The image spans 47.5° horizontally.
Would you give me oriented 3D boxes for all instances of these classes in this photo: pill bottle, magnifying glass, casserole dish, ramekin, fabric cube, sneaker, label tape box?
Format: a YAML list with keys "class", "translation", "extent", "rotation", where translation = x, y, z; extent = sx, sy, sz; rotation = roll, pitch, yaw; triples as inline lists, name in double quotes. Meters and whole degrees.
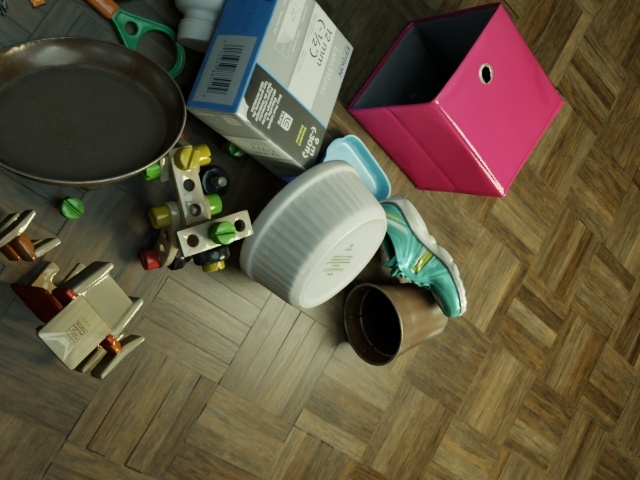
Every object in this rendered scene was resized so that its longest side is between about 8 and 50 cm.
- class: "pill bottle"
  translation: [-0.173, -0.428, 1.198]
  extent: [0.124, 0.124, 0.221]
  rotation: [12, 90, -34]
- class: "magnifying glass"
  translation: [-0.316, -0.350, 1.178]
  extent: [0.231, 0.026, 0.092]
  rotation: [42, 74, -32]
- class: "casserole dish"
  translation: [0.065, -0.123, 1.448]
  extent: [0.114, 0.037, 0.188]
  rotation: [-48, 118, -18]
- class: "ramekin"
  translation: [0.000, 0.000, 1.282]
  extent: [0.273, 0.127, 0.273]
  rotation: [-40, 158, -19]
- class: "fabric cube"
  translation: [0.266, -0.266, 1.425]
  extent: [0.258, 0.259, 0.254]
  rotation: [45, 71, -30]
- class: "sneaker"
  translation: [0.182, 0.044, 1.434]
  extent: [0.110, 0.107, 0.275]
  rotation: [-34, 82, -23]
- class: "label tape box"
  translation: [-0.046, -0.253, 1.231]
  extent: [0.348, 0.115, 0.249]
  rotation: [32, 72, -54]

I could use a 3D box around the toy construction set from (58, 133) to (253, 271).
- class: "toy construction set"
  translation: [-0.245, -0.071, 1.133]
  extent: [0.309, 0.237, 0.257]
  rotation: [12, 90, -33]

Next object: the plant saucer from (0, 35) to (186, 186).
- class: "plant saucer"
  translation: [-0.355, -0.184, 1.060]
  extent: [0.310, 0.310, 0.050]
  rotation: [-20, 149, -30]

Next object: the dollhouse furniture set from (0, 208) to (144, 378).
- class: "dollhouse furniture set"
  translation: [-0.383, 0.098, 1.055]
  extent: [0.135, 0.259, 0.262]
  rotation: [-48, 118, -29]

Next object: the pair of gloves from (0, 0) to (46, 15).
- class: "pair of gloves"
  translation: [-0.460, -0.380, 1.086]
  extent: [0.083, 0.010, 0.074]
  rotation: [-25, 110, -27]

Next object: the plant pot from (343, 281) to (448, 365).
- class: "plant pot"
  translation: [0.162, 0.155, 1.483]
  extent: [0.165, 0.167, 0.167]
  rotation: [-10, 102, -39]
